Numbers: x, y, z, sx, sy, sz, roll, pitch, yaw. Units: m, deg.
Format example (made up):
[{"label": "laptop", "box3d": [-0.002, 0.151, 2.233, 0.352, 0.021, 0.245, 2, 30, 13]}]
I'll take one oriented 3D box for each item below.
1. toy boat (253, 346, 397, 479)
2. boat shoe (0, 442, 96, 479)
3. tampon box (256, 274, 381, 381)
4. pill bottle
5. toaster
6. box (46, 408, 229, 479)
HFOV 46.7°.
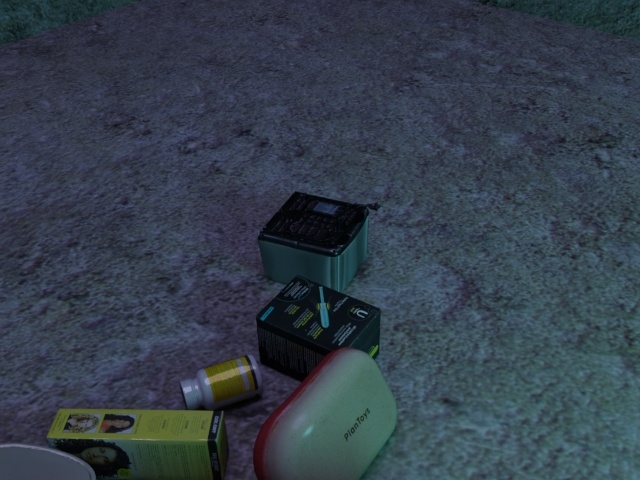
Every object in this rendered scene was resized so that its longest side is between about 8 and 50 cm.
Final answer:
[{"label": "toy boat", "box3d": [-0.011, 0.256, 1.021, 0.151, 0.151, 0.231, -11, 22, 44]}, {"label": "boat shoe", "box3d": [-0.458, 0.338, 0.960, 0.334, 0.096, 0.112, -1, 38, -7]}, {"label": "tampon box", "box3d": [-0.002, 0.150, 1.168, 0.160, 0.102, 0.120, 20, 42, 27]}, {"label": "pill bottle", "box3d": [-0.149, 0.217, 1.114, 0.116, 0.065, 0.065, -15, 38, -18]}, {"label": "toaster", "box3d": [0.000, 0.000, 1.367, 0.185, 0.110, 0.168, 13, 39, 20]}, {"label": "box", "box3d": [-0.247, 0.281, 1.017, 0.232, 0.087, 0.058, -1, 34, 3]}]
